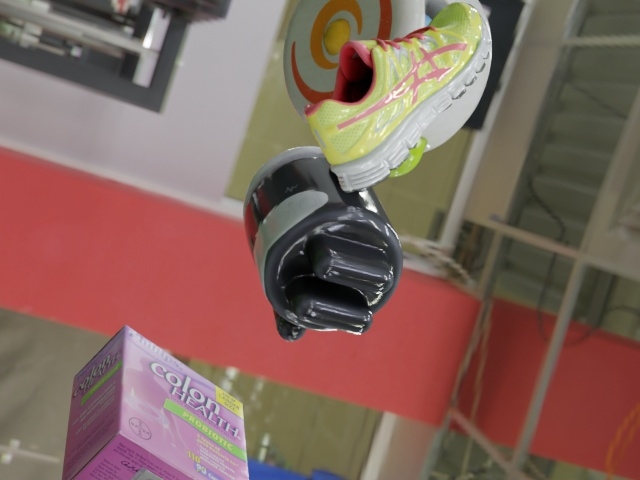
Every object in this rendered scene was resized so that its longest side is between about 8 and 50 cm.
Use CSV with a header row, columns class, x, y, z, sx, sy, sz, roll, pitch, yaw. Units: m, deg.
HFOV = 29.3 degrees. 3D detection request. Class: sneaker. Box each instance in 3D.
class,x,y,z,sx,sy,sz,roll,pitch,yaw
sneaker,0.063,-0.140,1.006,0.081,0.094,0.208,-14,-147,55

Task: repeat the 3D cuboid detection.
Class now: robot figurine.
class,x,y,z,sx,sy,sz,roll,pitch,yaw
robot figurine,0.003,-0.001,1.474,0.209,0.173,0.278,-30,-148,4

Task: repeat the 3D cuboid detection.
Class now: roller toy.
class,x,y,z,sx,sy,sz,roll,pitch,yaw
roller toy,0.060,-0.191,1.236,0.191,0.146,0.209,-52,-133,26

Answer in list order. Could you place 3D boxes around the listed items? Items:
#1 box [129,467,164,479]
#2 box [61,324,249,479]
class,x,y,z,sx,sy,sz,roll,pitch,yaw
box,-0.273,0.387,1.311,0.324,0.063,0.067,-45,-144,-22
box,-0.210,0.264,1.589,0.117,0.213,0.243,-45,-156,16
